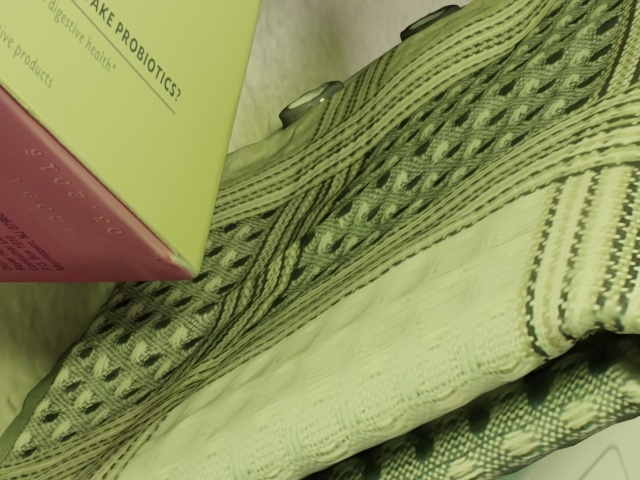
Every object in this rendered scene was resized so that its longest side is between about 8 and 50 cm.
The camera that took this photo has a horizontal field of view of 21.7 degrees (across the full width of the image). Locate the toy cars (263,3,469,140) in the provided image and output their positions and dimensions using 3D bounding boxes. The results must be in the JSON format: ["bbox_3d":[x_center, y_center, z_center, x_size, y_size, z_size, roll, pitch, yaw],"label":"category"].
[{"bbox_3d":[0.049,-0.142,0.878,0.176,0.087,0.394,24,67,-34],"label":"toy cars"}]

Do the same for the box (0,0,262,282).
[{"bbox_3d":[-0.108,-0.141,0.510,0.213,0.117,0.243,49,47,-54],"label":"box"}]

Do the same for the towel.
[{"bbox_3d":[0.000,0.000,0.538,0.056,0.324,0.312,47,36,-15],"label":"towel"}]

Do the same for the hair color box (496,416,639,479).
[{"bbox_3d":[0.014,0.196,0.618,0.374,0.113,0.185,-40,121,-37],"label":"hair color box"}]
